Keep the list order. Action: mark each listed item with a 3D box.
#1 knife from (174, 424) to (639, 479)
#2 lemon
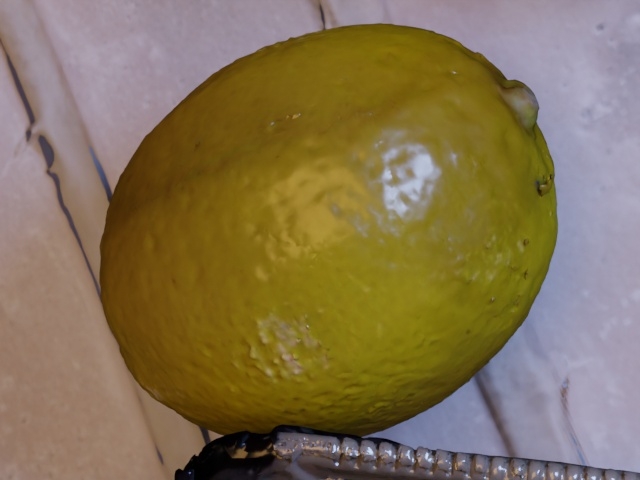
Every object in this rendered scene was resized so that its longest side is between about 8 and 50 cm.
[{"bbox_3d":[0.099,0.137,1.057,0.365,0.089,0.043,4,57,6],"label":"knife"},{"bbox_3d":[0.004,-0.002,1.120,0.236,0.236,0.263,53,131,19],"label":"lemon"}]
